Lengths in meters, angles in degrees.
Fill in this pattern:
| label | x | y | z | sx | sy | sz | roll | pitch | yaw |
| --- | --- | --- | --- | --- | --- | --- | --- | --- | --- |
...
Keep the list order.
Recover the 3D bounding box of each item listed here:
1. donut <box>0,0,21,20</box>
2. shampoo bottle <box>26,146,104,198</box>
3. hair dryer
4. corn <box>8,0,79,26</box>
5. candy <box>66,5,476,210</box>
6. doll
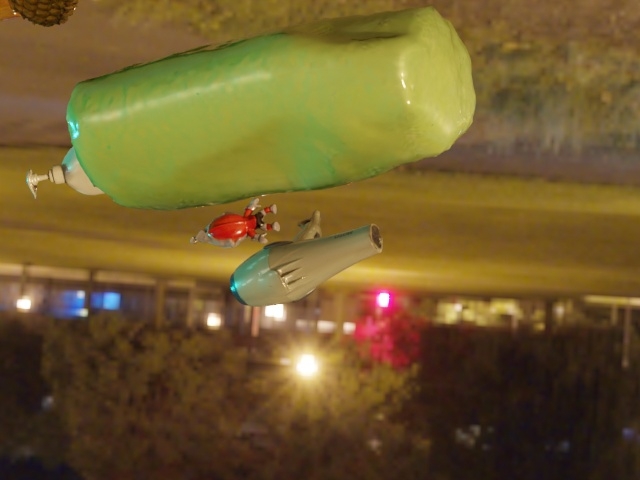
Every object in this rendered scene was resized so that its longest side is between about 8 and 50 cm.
| label | x | y | z | sx | sy | sz | roll | pitch | yaw |
| --- | --- | --- | --- | --- | --- | --- | --- | --- | --- |
| donut | -0.368 | -0.466 | 1.797 | 0.198 | 0.449 | 0.449 | 36 | 180 | 7 |
| shampoo bottle | -0.244 | -0.081 | 1.536 | 0.152 | 0.045 | 0.077 | -8 | 143 | -2 |
| hair dryer | 0.012 | -0.001 | 1.493 | 0.167 | 0.067 | 0.199 | -14 | -162 | 35 |
| corn | -0.272 | -0.350 | 1.510 | 0.106 | 0.293 | 0.106 | 19 | -144 | -14 |
| candy | -0.048 | -0.112 | 1.179 | 0.343 | 0.142 | 0.132 | -7 | -146 | 27 |
| doll | -0.108 | -0.016 | 1.771 | 0.114 | 0.057 | 0.039 | -16 | -178 | 6 |
